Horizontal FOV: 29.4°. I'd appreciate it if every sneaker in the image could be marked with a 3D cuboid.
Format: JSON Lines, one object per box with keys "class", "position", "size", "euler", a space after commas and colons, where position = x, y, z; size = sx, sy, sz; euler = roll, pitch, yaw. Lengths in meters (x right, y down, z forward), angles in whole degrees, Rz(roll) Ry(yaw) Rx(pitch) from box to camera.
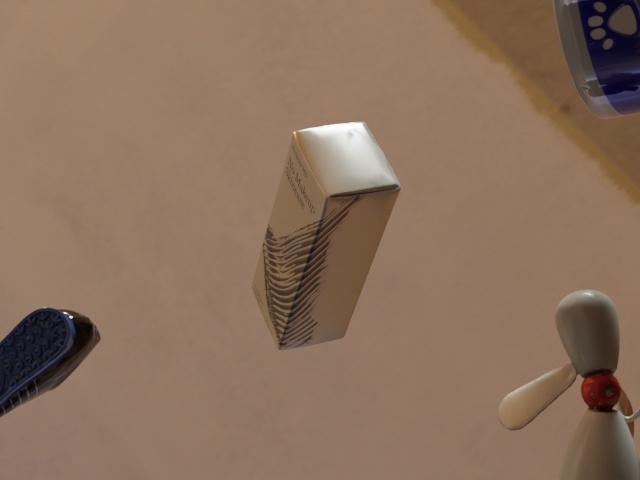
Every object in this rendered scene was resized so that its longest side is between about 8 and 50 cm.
{"class": "sneaker", "position": [-0.333, 0.150, 1.272], "size": [0.232, 0.090, 0.081], "euler": [-31, -107, 10]}

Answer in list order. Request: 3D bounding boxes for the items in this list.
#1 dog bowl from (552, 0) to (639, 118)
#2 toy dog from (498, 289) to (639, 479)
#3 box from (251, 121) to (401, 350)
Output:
{"class": "dog bowl", "position": [0.352, -0.276, 1.379], "size": [0.104, 0.265, 0.265], "euler": [-7, -77, 30]}
{"class": "toy dog", "position": [0.315, 0.243, 1.420], "size": [0.220, 0.334, 0.161], "euler": [21, -18, -5]}
{"class": "box", "position": [0.000, 0.000, 1.409], "size": [0.275, 0.094, 0.113], "euler": [106, -34, -46]}
